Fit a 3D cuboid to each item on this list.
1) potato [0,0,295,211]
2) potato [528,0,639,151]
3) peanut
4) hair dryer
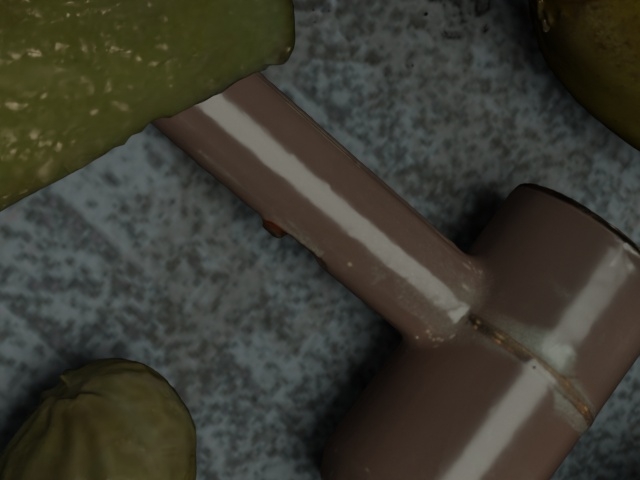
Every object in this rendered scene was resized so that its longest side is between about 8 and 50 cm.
[{"bbox_3d":[-0.143,-0.094,0.843,0.255,0.112,0.269,-11,137,-28],"label":"potato"},{"bbox_3d":[0.192,-0.132,1.013,0.300,0.140,0.173,38,74,-33],"label":"potato"},{"bbox_3d":[-0.114,0.161,0.932,0.098,0.090,0.214,-2,102,-67],"label":"peanut"},{"bbox_3d":[0.000,0.000,0.977,0.344,0.107,0.189,40,82,-18],"label":"hair dryer"}]
